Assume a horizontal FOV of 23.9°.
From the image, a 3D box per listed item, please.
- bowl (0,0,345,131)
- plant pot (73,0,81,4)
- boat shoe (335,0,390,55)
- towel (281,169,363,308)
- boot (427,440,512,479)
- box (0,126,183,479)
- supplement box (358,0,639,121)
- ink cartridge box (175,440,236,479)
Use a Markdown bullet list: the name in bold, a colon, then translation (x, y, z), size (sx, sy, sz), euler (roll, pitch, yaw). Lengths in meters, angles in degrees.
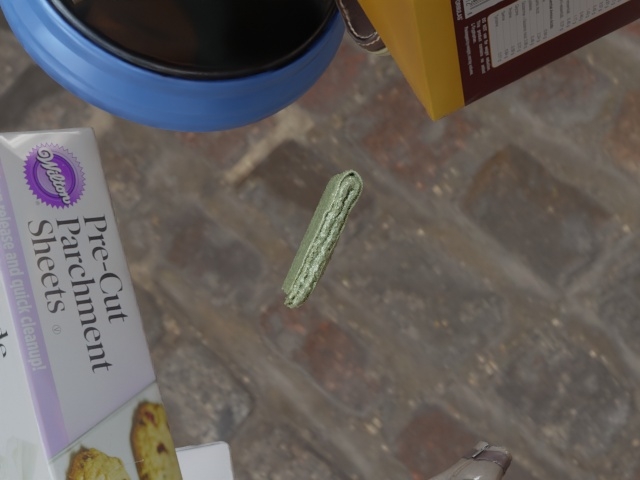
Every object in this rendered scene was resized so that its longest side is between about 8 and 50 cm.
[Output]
- **bowl**: translation (-0.149, -0.301, 1.604), size (0.391, 0.077, 0.391), euler (8, 62, -16)
- **plant pot**: translation (-0.145, -0.379, 1.313), size (0.274, 0.256, 0.256), euler (-26, 51, -4)
- **boat shoe**: translation (0.009, -0.348, 1.501), size (0.123, 0.123, 0.342), euler (-18, 81, 51)
- **towel**: translation (0.000, 0.000, 1.510), size (0.027, 0.110, 0.148), euler (24, 87, -7)
- **boot**: translation (0.111, 0.205, 1.270), size (0.087, 0.042, 0.118), euler (-45, 18, -19)
- **box**: translation (-0.097, 0.114, 0.626), size (0.063, 0.067, 0.324), euler (-25, 76, 46)
- **supplement box**: translation (0.104, -0.196, 0.756), size (0.194, 0.191, 0.129), euler (-27, 62, -4)
- **ink cartridge box**: translation (-0.097, 0.316, 1.005), size (0.131, 0.306, 0.226), euler (-8, 45, -7)
